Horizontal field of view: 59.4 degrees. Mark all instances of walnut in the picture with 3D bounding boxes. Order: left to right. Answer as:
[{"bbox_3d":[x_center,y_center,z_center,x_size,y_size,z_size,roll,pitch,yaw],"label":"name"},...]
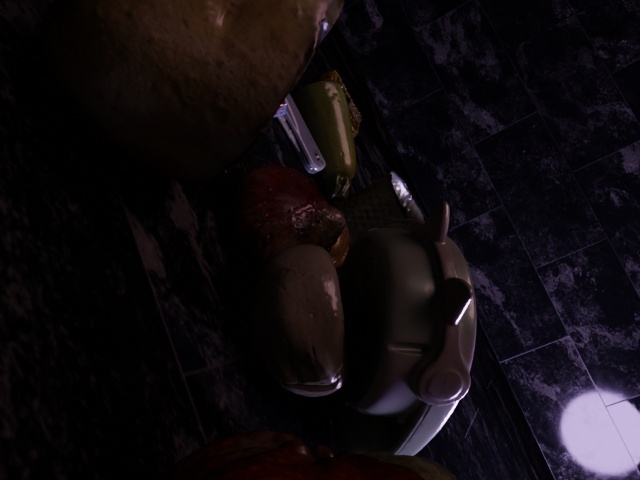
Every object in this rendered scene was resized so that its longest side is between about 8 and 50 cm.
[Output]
[{"bbox_3d":[0.000,0.000,0.927,0.105,0.105,0.124,53,24,-29],"label":"walnut"}]

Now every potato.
[{"bbox_3d":[-0.143,-0.191,0.555,0.243,0.286,0.242,18,61,-34],"label":"potato"}]

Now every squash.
[{"bbox_3d":[0.032,-0.213,1.304,0.137,0.137,0.287,10,62,-69],"label":"squash"}]

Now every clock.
[{"bbox_3d":[0.091,0.103,0.709,0.324,0.109,0.265,110,-18,-45],"label":"clock"}]

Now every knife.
[{"bbox_3d":[-0.071,-0.263,1.200,0.265,0.041,0.073,60,29,-10],"label":"knife"}]

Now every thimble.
[{"bbox_3d":[0.168,-0.016,1.331,0.270,0.150,0.270,53,20,-28],"label":"thimble"}]

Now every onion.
[{"bbox_3d":[-0.036,-0.025,0.778,0.184,0.147,0.183,41,43,-53],"label":"onion"}]

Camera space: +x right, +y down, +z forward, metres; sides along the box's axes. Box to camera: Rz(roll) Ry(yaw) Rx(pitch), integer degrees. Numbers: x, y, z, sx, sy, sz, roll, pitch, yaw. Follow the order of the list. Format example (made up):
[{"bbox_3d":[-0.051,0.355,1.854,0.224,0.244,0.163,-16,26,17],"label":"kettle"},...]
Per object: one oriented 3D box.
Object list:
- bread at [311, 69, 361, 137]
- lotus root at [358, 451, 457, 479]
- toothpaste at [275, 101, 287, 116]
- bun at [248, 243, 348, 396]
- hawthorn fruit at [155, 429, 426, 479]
[{"bbox_3d":[0.036,-0.367,1.552,0.181,0.096,0.222,56,21,-20],"label":"bread"},{"bbox_3d":[0.066,0.315,0.520,0.173,0.173,0.309,60,13,-11],"label":"lotus root"},{"bbox_3d":[-0.133,-0.330,1.109,0.044,0.070,0.193,108,-38,-72],"label":"toothpaste"},{"bbox_3d":[-0.029,0.097,0.665,0.166,0.114,0.173,84,-2,-57],"label":"bun"},{"bbox_3d":[-0.022,0.268,0.308,0.254,0.254,0.300,44,53,-46],"label":"hawthorn fruit"}]
